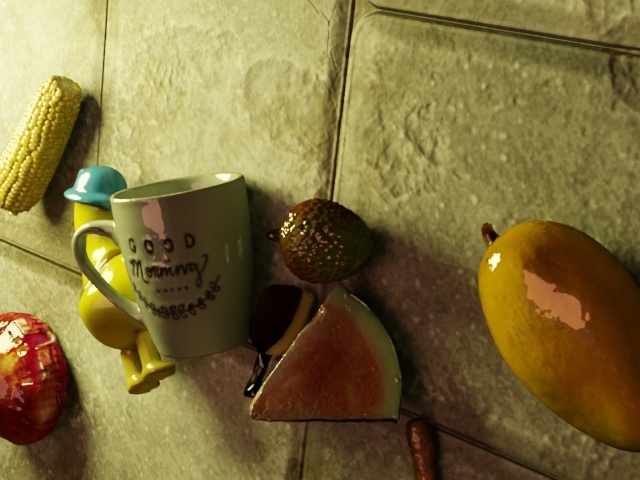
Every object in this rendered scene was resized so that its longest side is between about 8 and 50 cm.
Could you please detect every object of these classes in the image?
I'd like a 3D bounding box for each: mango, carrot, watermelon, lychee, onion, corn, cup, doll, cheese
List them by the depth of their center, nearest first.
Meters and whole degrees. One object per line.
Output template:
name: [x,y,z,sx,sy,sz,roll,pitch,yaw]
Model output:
mango: [0.281,0.101,1.338,0.176,0.119,0.317,-42,77,36]
carrot: [0.137,0.302,1.552,0.035,0.035,0.165,-9,93,43]
lychee: [0.000,0.000,1.576,0.146,0.114,0.114,6,101,31]
watermelon: [0.013,0.188,1.577,0.202,0.136,0.207,-39,57,-4]
cheese: [-0.066,0.138,1.658,0.086,0.036,0.163,5,66,41]
cup: [-0.217,0.038,1.711,0.258,0.186,0.234,-5,101,12]
doll: [-0.314,0.052,1.858,0.199,0.145,0.363,-39,63,44]
corn: [-0.461,-0.153,1.992,0.260,0.091,0.091,-55,45,30]
onion: [-0.539,0.235,2.077,0.230,0.163,0.230,0,89,48]
